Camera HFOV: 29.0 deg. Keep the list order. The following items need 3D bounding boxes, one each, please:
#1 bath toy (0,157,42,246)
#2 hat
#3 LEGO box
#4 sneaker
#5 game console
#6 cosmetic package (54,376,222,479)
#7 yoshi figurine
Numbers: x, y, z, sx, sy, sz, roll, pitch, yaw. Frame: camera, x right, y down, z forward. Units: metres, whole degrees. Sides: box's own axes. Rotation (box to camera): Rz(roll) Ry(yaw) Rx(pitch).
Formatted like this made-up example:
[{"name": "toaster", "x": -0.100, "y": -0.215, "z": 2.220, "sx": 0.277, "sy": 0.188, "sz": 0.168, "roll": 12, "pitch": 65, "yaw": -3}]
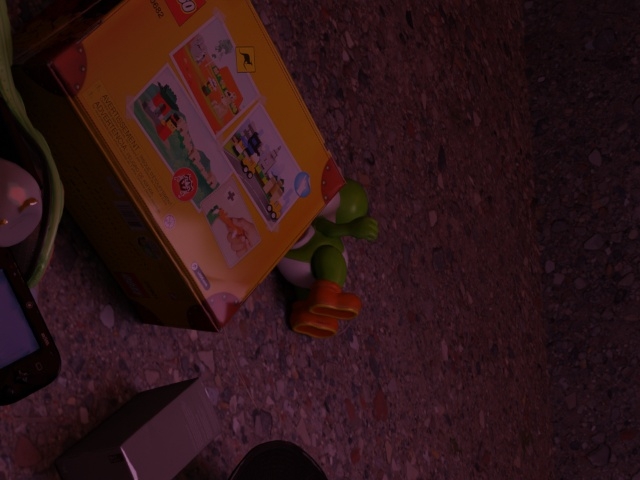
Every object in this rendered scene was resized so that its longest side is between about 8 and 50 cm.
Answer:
[{"name": "bath toy", "x": -0.483, "y": 0.002, "z": 1.397, "sx": 0.348, "sy": 0.151, "sz": 0.129, "roll": -35, "pitch": 73, "yaw": -24}, {"name": "hat", "x": -0.123, "y": 0.475, "z": 1.956, "sx": 0.331, "sy": 0.134, "sz": 0.331, "roll": -3, "pitch": 95, "yaw": -49}, {"name": "LEGO box", "x": -0.222, "y": -0.168, "z": 1.893, "sx": 0.372, "sy": 0.193, "sz": 0.500, "roll": -50, "pitch": 125, "yaw": -33}, {"name": "sneaker", "x": -0.484, "y": -0.152, "z": 1.616, "sx": 0.202, "sy": 0.185, "sz": 0.483, "roll": -19, "pitch": 91, "yaw": -43}, {"name": "game console", "x": -0.416, "y": 0.019, "z": 1.513, "sx": 0.213, "sy": 0.044, "sz": 0.361, "roll": -26, "pitch": 99, "yaw": -22}, {"name": "cosmetic package", "x": -0.260, "y": 0.298, "z": 1.803, "sx": 0.238, "sy": 0.127, "sz": 0.107, "roll": -42, "pitch": 113, "yaw": -57}, {"name": "yoshi figurine", "x": 0.028, "y": 0.002, "z": 2.420, "sx": 0.203, "sy": 0.203, "sz": 0.362, "roll": 57, "pitch": 27, "yaw": -60}]
